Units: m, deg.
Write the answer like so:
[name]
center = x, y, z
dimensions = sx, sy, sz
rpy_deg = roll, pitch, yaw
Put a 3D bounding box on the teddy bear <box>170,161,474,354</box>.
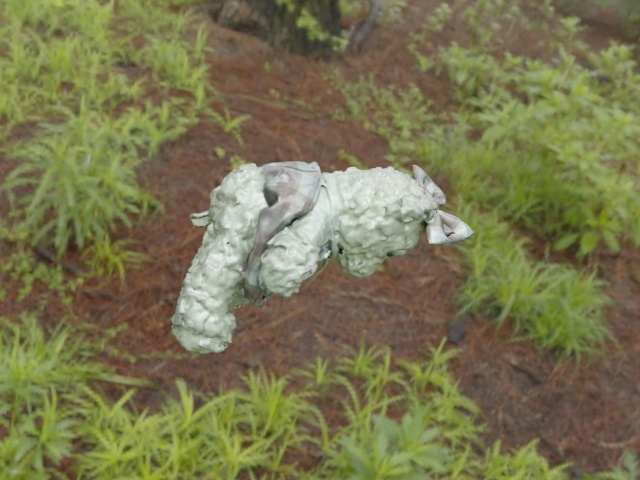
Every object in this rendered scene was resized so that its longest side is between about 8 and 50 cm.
[teddy bear]
center = -0.014, -0.015, 0.685
dimensions = 0.213, 0.111, 0.133
rpy_deg = -24, 20, 4
